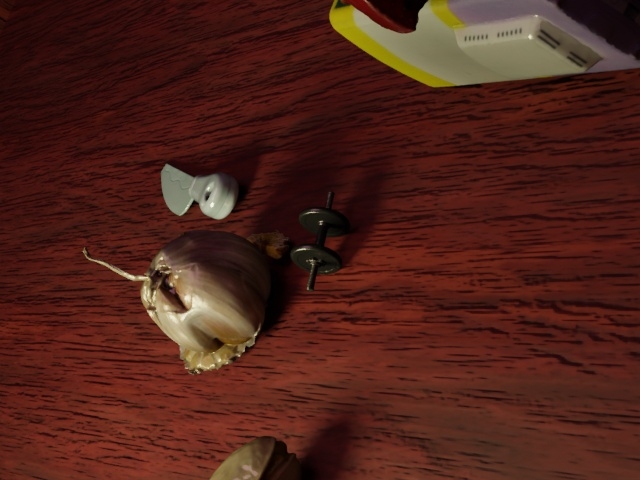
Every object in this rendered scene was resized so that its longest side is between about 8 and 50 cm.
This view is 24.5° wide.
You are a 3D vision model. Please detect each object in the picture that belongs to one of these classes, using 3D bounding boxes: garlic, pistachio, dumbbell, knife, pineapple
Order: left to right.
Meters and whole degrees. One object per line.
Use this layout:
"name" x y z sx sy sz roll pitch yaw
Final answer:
"garlic" -0.194 0.084 2.012 0.207 0.257 0.207 0 -90 -87
"knife" -0.206 -0.076 2.325 0.331 0.044 0.080 14 84 65
"pistachio" -0.083 0.301 1.736 0.149 0.113 0.113 -61 30 -1
"pineapple" -0.068 0.004 2.033 0.083 0.045 0.019 21 124 51
"dumbbell" 0.000 0.000 1.905 0.069 0.069 0.147 -22 46 47

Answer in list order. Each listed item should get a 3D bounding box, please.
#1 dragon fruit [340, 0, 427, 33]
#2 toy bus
"dragon fruit" 0.033 -0.438 1.628 0.240 0.330 0.302 -37 31 6
"toy bus" 0.220 -0.312 1.695 0.440 0.209 0.249 4 70 58
